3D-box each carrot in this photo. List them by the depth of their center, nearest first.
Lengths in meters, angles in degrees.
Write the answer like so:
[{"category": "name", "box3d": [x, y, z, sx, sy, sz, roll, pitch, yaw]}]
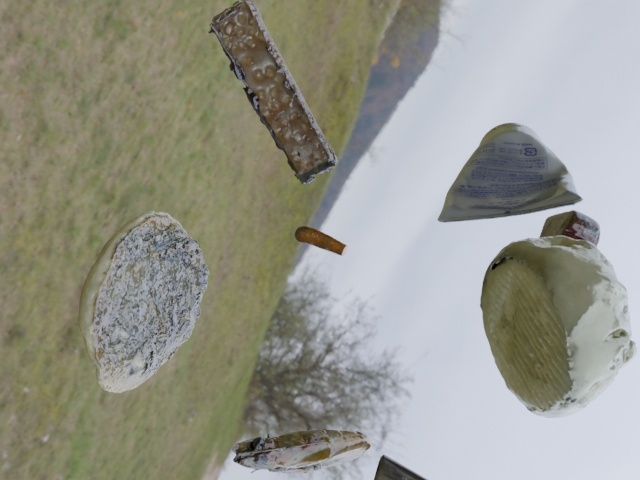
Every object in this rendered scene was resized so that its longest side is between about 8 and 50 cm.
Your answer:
[{"category": "carrot", "box3d": [0.000, 0.000, 1.321, 0.032, 0.093, 0.032, -59, 162, -33]}]

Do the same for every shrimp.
[{"category": "shrimp", "box3d": [-0.048, 0.344, 1.234, 0.169, 0.296, 0.058, -40, -125, 35]}]

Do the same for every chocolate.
[{"category": "chocolate", "box3d": [-0.073, -0.257, 1.354, 0.102, 0.329, 0.065, -21, -166, 40]}]

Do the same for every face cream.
[{"category": "face cream", "box3d": [0.173, -0.053, 0.717, 0.224, 0.114, 0.070, -57, 137, -67]}]

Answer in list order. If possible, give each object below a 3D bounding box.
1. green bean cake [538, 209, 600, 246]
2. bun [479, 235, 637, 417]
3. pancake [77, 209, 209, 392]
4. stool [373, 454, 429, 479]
[{"category": "green bean cake", "box3d": [0.537, 0.050, 1.765, 0.233, 0.097, 0.198, -63, 180, -8]}, {"category": "bun", "box3d": [0.462, 0.153, 1.488, 0.359, 0.210, 0.360, 169, -90, -72]}, {"category": "pancake", "box3d": [-0.247, 0.087, 1.114, 0.282, 0.049, 0.283, 13, 90, -71]}, {"category": "stool", "box3d": [0.178, 0.541, 1.336, 0.310, 0.226, 0.310, 71, 36, -67]}]
